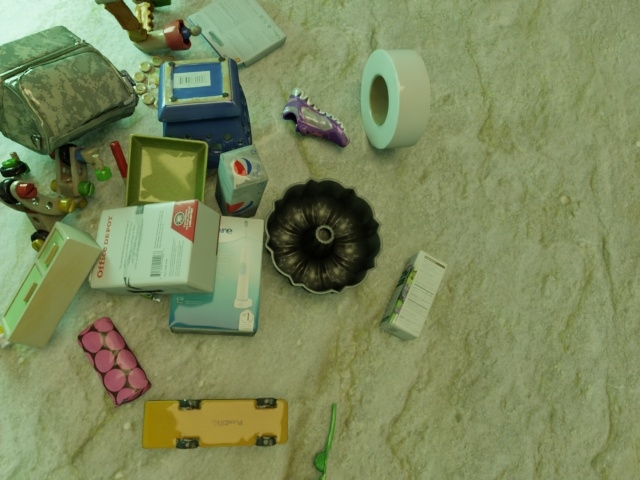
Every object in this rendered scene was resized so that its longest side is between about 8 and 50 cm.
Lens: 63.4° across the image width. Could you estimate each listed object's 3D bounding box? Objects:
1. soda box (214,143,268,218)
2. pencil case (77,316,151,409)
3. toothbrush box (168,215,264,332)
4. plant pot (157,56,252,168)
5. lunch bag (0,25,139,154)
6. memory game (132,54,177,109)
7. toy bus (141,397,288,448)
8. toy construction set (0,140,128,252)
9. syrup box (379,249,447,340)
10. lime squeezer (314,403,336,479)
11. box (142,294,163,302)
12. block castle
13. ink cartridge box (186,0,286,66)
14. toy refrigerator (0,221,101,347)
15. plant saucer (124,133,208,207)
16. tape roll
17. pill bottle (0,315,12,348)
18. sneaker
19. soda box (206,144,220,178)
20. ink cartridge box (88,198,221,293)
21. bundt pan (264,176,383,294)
[{"bbox_3d":[-0.209,-0.134,1.334,0.091,0.286,0.098,-19,81,-19],"label":"soda box"},{"bbox_3d":[-0.500,0.293,1.245,0.098,0.095,0.209,-34,82,0],"label":"pencil case"},{"bbox_3d":[-0.265,0.091,1.339,0.216,0.126,0.296,4,74,-11],"label":"toothbrush box"},{"bbox_3d":[-0.308,-0.341,1.365,0.235,0.212,0.236,-6,58,-5],"label":"plant pot"},{"bbox_3d":[-0.648,-0.360,1.292,0.256,0.213,0.305,38,48,6],"label":"lunch bag"},{"bbox_3d":[-0.455,-0.463,1.517,0.186,0.012,0.186,4,73,-13],"label":"memory game"},{"bbox_3d":[-0.249,0.435,1.239,0.332,0.130,0.108,3,72,-13],"label":"toy bus"},{"bbox_3d":[-0.613,-0.099,1.285,0.308,0.257,0.237,-13,121,-1],"label":"toy construction set"},{"bbox_3d":[0.263,0.156,1.468,0.096,0.093,0.237,28,70,-4],"label":"syrup box"},{"bbox_3d":[-0.026,0.566,1.307,0.110,0.059,0.310,33,67,30],"label":"lime squeezer"},{"bbox_3d":[-0.477,0.077,1.337,0.178,0.042,0.109,23,70,-6],"label":"box"},{"bbox_3d":[-0.472,-0.790,1.439,0.212,0.303,0.454,-8,75,7],"label":"block castle"},{"bbox_3d":[-0.258,-0.649,1.602,0.224,0.045,0.223,-38,85,-20],"label":"ink cartridge box"},{"bbox_3d":[-0.627,0.101,1.194,0.094,0.102,0.270,30,93,-46],"label":"toy refrigerator"},{"bbox_3d":[-0.382,-0.161,1.298,0.188,0.045,0.189,5,93,-11],"label":"plant saucer"},{"bbox_3d":[0.213,-0.413,1.524,0.100,0.286,0.286,-8,76,-16],"label":"tape roll"},{"bbox_3d":[-0.760,0.214,1.225,0.043,0.043,0.083,-36,85,-20],"label":"pill bottle"},{"bbox_3d":[-0.020,-0.346,1.554,0.236,0.095,0.104,39,76,5],"label":"sneaker"},{"bbox_3d":[-0.352,-0.195,1.439,0.183,0.058,0.063,-34,84,-21],"label":"soda box"},{"bbox_3d":[-0.388,0.023,1.226,0.272,0.114,0.197,-3,72,19],"label":"ink cartridge box"},{"bbox_3d":[0.000,0.000,1.433,0.330,0.124,0.331,4,73,-12],"label":"bundt pan"}]
